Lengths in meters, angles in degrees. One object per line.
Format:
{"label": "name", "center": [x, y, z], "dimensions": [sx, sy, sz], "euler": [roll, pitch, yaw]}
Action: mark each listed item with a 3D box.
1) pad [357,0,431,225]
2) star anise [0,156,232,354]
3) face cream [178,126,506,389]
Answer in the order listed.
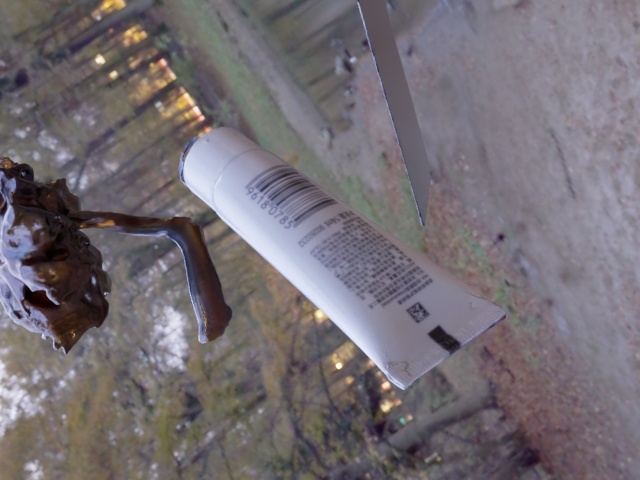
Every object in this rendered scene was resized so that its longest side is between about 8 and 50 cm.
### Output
{"label": "pad", "center": [0.084, -0.153, 0.905], "dimensions": [0.164, 0.004, 0.243], "euler": [-69, -36, -63]}
{"label": "star anise", "center": [-0.230, 0.022, 0.812], "dimensions": [0.346, 0.148, 0.237], "euler": [18, 134, 30]}
{"label": "face cream", "center": [0.000, 0.000, 0.559], "dimensions": [0.243, 0.092, 0.058], "euler": [38, 143, 33]}
